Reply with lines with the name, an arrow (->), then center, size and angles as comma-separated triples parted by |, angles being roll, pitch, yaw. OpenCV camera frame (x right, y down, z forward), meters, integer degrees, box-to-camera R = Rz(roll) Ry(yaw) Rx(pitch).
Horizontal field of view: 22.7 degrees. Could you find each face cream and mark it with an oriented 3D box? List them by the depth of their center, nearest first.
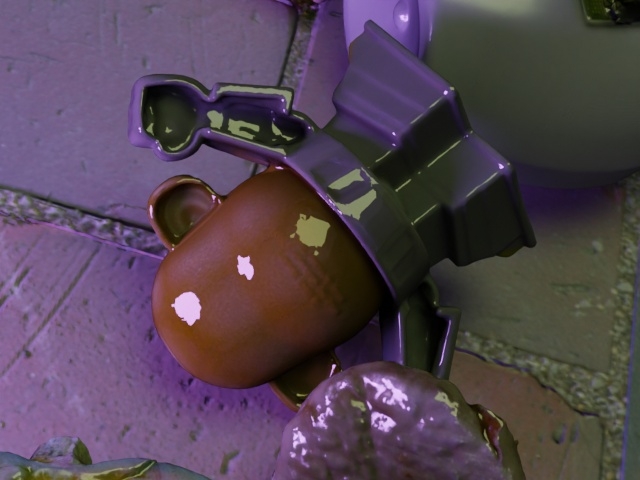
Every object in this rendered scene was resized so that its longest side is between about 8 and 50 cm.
face cream -> 0.212, -0.198, 1.415 | 0.357, 0.219, 0.312 | -3, 71, -26

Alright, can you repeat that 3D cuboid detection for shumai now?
shumai -> 0.071, 0.173, 1.147 | 0.201, 0.201, 0.120 | 37, 25, 12

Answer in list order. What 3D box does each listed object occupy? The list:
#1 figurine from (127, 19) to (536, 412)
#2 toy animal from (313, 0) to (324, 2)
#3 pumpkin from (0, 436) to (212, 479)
figurine -> -0.001, -0.001, 1.212 | 0.285, 0.167, 0.342 | -40, 77, -9
toy animal -> -0.027, -0.328, 1.490 | 0.171, 0.171, 0.197 | -16, 62, -27
pumpkin -> -0.175, 0.274, 0.967 | 0.293, 0.197, 0.263 | 9, 39, -2
